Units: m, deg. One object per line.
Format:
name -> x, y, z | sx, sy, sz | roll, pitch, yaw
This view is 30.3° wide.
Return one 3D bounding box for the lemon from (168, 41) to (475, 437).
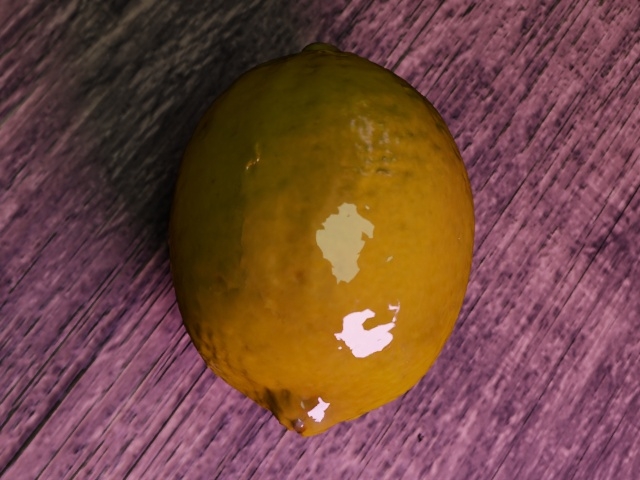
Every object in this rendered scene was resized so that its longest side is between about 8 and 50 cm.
lemon -> 0.000, -0.005, 0.876 | 0.236, 0.236, 0.263 | 22, 96, -20
